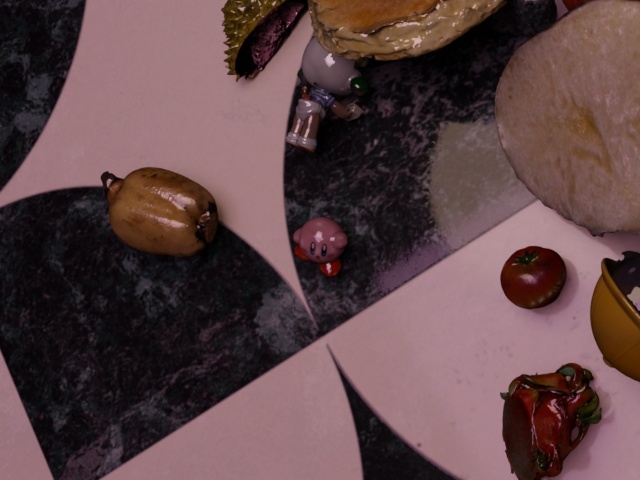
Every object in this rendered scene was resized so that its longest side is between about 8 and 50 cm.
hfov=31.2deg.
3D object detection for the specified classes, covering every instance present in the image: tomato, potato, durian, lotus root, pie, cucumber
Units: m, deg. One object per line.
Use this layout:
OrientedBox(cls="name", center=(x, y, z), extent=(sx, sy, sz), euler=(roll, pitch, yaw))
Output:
OrientedBox(cls="tomato", center=(0.280, 0.052, 1.502), extent=(0.087, 0.075, 0.087), euler=(-17, 30, 10))
OrientedBox(cls="potato", center=(0.454, -0.182, 1.411), extent=(0.296, 0.397, 0.289), euler=(-18, 77, -27))
OrientedBox(cls="durian", center=(-0.107, -0.342, 1.712), extent=(0.108, 0.119, 0.186), euler=(44, 101, 19))
OrientedBox(cls="lotus root", center=(-0.248, -0.046, 1.728), extent=(0.221, 0.118, 0.125), euler=(17, 56, 27))
OrientedBox(cls="pie", center=(0.127, -0.368, 1.558), extent=(0.340, 0.083, 0.339), euler=(-18, 41, 17))
OrientedBox(cls="cucumber", center=(0.285, -0.319, 1.545), extent=(0.064, 0.112, 0.064), euler=(-4, 77, 16))

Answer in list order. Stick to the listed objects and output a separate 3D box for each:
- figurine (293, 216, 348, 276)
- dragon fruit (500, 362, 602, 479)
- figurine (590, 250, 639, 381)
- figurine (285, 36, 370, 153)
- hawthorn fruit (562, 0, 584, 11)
OrientedBox(cls="figurine", center=(0.000, 0.000, 1.638), extent=(0.083, 0.071, 0.067), euler=(18, 47, 17))
OrientedBox(cls="dragon fruit", center=(0.287, 0.229, 1.449), extent=(0.175, 0.142, 0.138), euler=(-34, 33, -6))
OrientedBox(cls="figurine", center=(0.446, 0.067, 1.385), extent=(0.257, 0.167, 0.192), euler=(-34, 54, -8))
OrientedBox(cls="figurine", center=(0.012, -0.222, 1.660), extent=(0.147, 0.094, 0.197), euler=(21, 98, 47))
OrientedBox(cls="hawthorn fruit", center=(0.373, -0.405, 1.529), extent=(0.165, 0.165, 0.285), euler=(-29, 47, 17))
